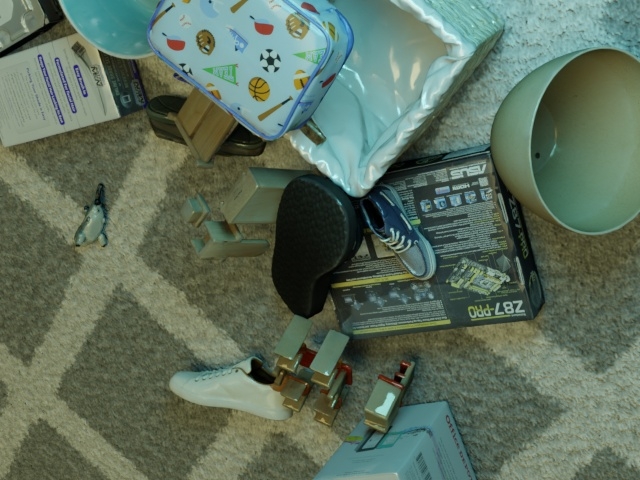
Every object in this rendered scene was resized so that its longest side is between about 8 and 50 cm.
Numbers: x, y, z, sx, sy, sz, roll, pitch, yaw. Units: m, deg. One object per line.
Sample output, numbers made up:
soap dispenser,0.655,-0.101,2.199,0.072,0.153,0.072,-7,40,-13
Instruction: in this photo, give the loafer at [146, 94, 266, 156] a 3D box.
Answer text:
loafer,-0.223,-0.214,1.881,0.267,0.096,0.084,21,137,19

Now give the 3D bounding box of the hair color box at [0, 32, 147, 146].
hair color box,-0.542,-0.322,1.982,0.338,0.110,0.185,-8,104,31

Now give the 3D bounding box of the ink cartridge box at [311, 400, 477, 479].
ink cartridge box,0.151,0.472,1.842,0.197,0.270,0.198,-15,102,32

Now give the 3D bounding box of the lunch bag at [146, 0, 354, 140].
lunch bag,-0.118,-0.312,1.460,0.303,0.115,0.243,40,125,9

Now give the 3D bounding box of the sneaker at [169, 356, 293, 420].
sneaker,-0.190,0.299,2.058,0.290,0.106,0.123,8,104,16

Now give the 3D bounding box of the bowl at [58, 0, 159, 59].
bowl,-0.324,-0.505,1.760,0.311,0.163,0.312,8,112,21

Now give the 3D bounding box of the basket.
basket,0.075,-0.312,1.578,0.328,0.266,0.331,42,121,7

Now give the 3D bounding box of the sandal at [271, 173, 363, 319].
sandal,-0.002,-0.001,1.711,0.168,0.107,0.446,54,157,14

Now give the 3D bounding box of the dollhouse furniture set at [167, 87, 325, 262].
dollhouse furniture set,-0.162,-0.188,1.778,0.303,0.173,0.356,-49,58,33

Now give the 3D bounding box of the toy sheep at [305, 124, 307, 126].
toy sheep,-0.073,-0.251,1.785,0.132,0.091,0.091,22,118,16

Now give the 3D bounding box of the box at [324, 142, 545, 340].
box,0.182,0.011,1.750,0.394,0.097,0.318,-11,103,30

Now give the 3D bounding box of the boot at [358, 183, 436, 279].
boot,0.130,-0.005,1.661,0.069,0.086,0.190,-32,90,32

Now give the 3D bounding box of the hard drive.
hard drive,-0.727,-0.511,2.028,0.338,0.064,0.237,-18,101,30

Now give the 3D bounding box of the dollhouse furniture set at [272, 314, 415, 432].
dollhouse furniture set,0.042,0.262,1.869,0.259,0.135,0.262,21,151,15

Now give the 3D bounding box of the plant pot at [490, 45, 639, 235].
plant pot,0.381,-0.160,1.508,0.191,0.284,0.284,15,121,61

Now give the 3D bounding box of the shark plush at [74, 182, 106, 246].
shark plush,-0.519,-0.052,2.108,0.067,0.073,0.161,44,133,42
